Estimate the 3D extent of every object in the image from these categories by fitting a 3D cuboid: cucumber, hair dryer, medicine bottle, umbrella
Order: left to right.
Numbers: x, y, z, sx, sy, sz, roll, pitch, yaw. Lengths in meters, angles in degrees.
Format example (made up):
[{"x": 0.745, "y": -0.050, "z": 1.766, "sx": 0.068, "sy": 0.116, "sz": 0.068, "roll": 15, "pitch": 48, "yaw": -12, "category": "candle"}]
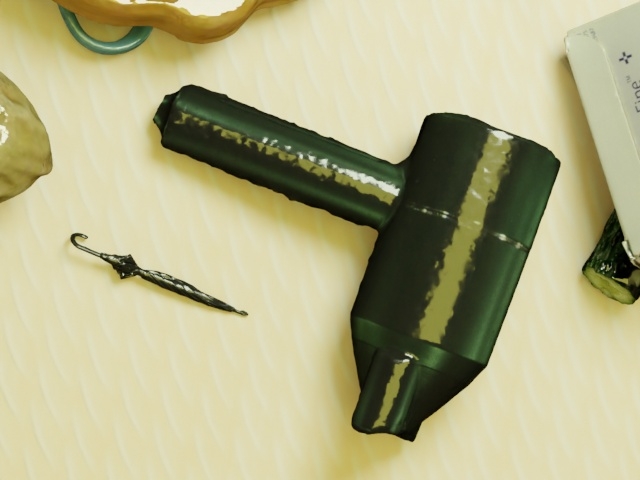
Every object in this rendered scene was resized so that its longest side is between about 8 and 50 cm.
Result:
[{"x": -0.122, "y": 0.031, "z": 1.190, "sx": 0.148, "sy": 0.022, "sz": 0.022, "roll": 26, "pitch": 121, "yaw": -10, "category": "umbrella"}, {"x": 0.000, "y": 0.000, "z": 1.184, "sx": 0.302, "sy": 0.116, "sz": 0.244, "roll": 22, "pitch": 85, "yaw": 2, "category": "hair dryer"}, {"x": 0.269, "y": -0.040, "z": 1.248, "sx": 0.058, "sy": 0.058, "sz": 0.187, "roll": 26, "pitch": 84, "yaw": -9, "category": "cucumber"}, {"x": 0.292, "y": -0.095, "z": 1.194, "sx": 0.171, "sy": 0.052, "sz": 0.201, "roll": -20, "pitch": 68, "yaw": 17, "category": "medicine bottle"}]

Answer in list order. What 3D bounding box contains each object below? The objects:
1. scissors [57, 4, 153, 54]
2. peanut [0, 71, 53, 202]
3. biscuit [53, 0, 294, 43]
[{"x": -0.197, "y": -0.263, "z": 1.178, "sx": 0.125, "sy": 0.030, "sz": 0.256, "roll": -41, "pitch": 97, "yaw": -13, "category": "scissors"}, {"x": -0.329, "y": -0.101, "z": 1.096, "sx": 0.298, "sy": 0.136, "sz": 0.120, "roll": 19, "pitch": 106, "yaw": -11, "category": "peanut"}, {"x": -0.104, "y": -0.308, "z": 1.168, "sx": 0.351, "sy": 0.057, "sz": 0.312, "roll": -28, "pitch": 93, "yaw": -18, "category": "biscuit"}]
